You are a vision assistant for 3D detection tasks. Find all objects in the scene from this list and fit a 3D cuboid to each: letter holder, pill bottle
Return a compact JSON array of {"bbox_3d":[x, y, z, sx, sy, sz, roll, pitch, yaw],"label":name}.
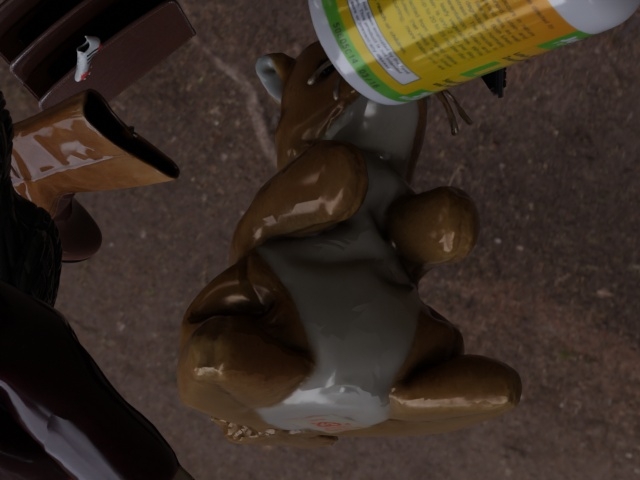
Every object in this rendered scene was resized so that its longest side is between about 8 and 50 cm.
[{"bbox_3d":[-0.405,-0.368,1.748,0.152,0.302,0.214,50,176,23],"label":"letter holder"},{"bbox_3d":[0.122,-0.184,0.642,0.245,0.136,0.136,-15,122,41],"label":"pill bottle"}]

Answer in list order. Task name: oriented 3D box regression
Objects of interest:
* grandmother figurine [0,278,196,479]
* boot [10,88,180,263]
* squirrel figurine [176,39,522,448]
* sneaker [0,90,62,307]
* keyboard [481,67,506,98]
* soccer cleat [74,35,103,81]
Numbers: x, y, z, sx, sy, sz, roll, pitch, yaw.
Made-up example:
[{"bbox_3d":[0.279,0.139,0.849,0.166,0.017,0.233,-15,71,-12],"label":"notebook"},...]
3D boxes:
[{"bbox_3d":[-0.120,0.068,0.393,0.207,0.104,0.342,7,141,22],"label":"grandmother figurine"},{"bbox_3d":[-0.278,-0.071,1.199,0.280,0.096,0.264,-11,138,31],"label":"boot"},{"bbox_3d":[0.000,0.000,0.977,0.281,0.371,0.397,6,158,-12],"label":"squirrel figurine"},{"bbox_3d":[-0.253,-0.005,0.661,0.130,0.109,0.286,4,135,7],"label":"sneaker"},{"bbox_3d":[0.133,-0.215,0.834,0.023,0.108,0.180,-18,140,-6],"label":"keyboard"},{"bbox_3d":[-0.389,-0.300,1.652,0.035,0.029,0.083,12,121,-46],"label":"soccer cleat"}]
